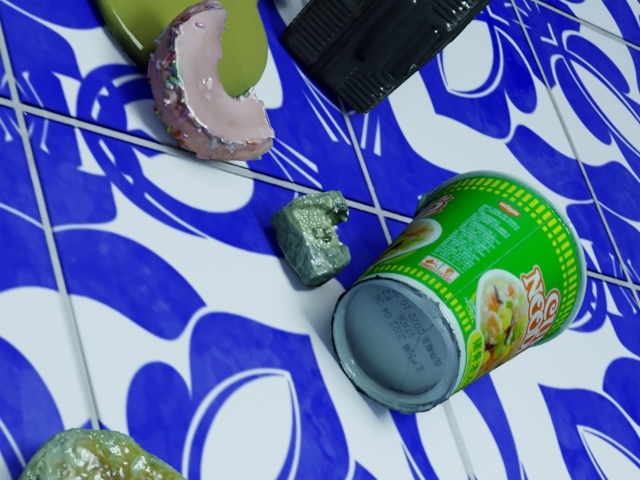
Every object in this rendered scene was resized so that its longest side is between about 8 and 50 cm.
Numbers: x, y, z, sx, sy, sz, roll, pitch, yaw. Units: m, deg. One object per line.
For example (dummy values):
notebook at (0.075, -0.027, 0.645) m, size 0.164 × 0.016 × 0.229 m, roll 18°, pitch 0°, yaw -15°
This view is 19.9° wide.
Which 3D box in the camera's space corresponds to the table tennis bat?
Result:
table tennis bat at (-0.117, -0.263, 1.950) m, size 0.224 × 0.054 × 0.369 m, roll 54°, pitch 35°, yaw 0°

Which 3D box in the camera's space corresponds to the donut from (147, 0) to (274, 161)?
donut at (-0.119, -0.144, 1.786) m, size 0.117 × 0.065 × 0.166 m, roll -26°, pitch 95°, yaw -42°

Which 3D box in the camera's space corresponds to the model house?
model house at (0.000, 0.000, 1.820) m, size 0.079 × 0.066 × 0.083 m, roll -6°, pitch 65°, yaw -53°

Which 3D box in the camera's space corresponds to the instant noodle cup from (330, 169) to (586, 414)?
instant noodle cup at (0.126, 0.061, 1.830) m, size 0.207 × 0.207 × 0.233 m, roll 54°, pitch 40°, yaw 1°

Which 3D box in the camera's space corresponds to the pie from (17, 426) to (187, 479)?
pie at (-0.143, 0.255, 1.390) m, size 0.240 × 0.054 × 0.240 m, roll 34°, pitch 37°, yaw -31°

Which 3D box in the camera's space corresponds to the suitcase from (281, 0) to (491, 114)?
suitcase at (0.114, -0.305, 2.121) m, size 0.152 × 0.229 × 0.335 m, roll 45°, pitch 32°, yaw 1°
